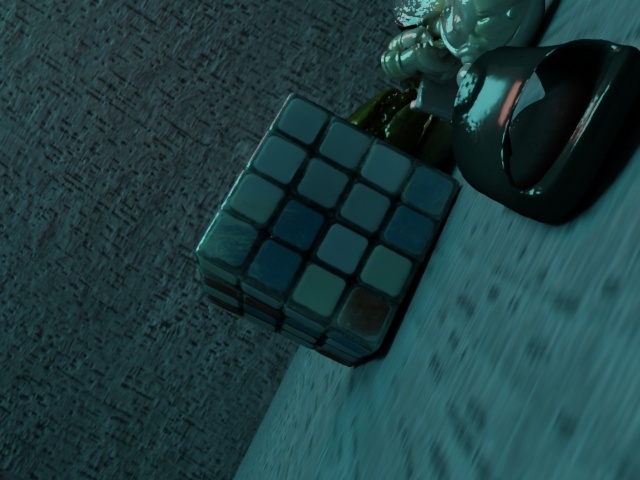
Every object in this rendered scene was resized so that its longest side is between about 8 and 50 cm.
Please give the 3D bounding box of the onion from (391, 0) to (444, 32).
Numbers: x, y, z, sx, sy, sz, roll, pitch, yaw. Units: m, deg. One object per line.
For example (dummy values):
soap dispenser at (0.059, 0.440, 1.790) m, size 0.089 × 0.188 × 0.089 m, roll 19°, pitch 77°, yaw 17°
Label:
onion at (0.275, -0.524, 1.322) m, size 0.267 × 0.159 × 0.349 m, roll -19°, pitch 58°, yaw 43°

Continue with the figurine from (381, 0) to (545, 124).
figurine at (0.203, -0.270, 0.921) m, size 0.182 × 0.144 × 0.256 m, roll -60°, pitch 14°, yaw -24°

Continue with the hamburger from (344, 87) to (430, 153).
hamburger at (0.090, -0.154, 1.106) m, size 0.183 × 0.130 × 0.206 m, roll -46°, pitch 10°, yaw -24°

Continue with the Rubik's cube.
Rubik's cube at (0.000, 0.001, 0.960) m, size 0.256 × 0.259 × 0.253 m, roll -63°, pitch 1°, yaw -17°

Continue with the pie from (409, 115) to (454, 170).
pie at (0.215, -0.227, 1.182) m, size 0.337 × 0.075 × 0.337 m, roll -157°, pitch 90°, yaw -89°

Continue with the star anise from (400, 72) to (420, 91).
star anise at (0.220, -0.297, 1.529) m, size 0.236 × 0.093 × 0.229 m, roll 50°, pitch -138°, yaw -67°

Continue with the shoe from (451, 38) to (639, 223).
shoe at (0.133, -0.078, 0.487) m, size 0.108 × 0.093 × 0.241 m, roll -62°, pitch -2°, yaw 3°
